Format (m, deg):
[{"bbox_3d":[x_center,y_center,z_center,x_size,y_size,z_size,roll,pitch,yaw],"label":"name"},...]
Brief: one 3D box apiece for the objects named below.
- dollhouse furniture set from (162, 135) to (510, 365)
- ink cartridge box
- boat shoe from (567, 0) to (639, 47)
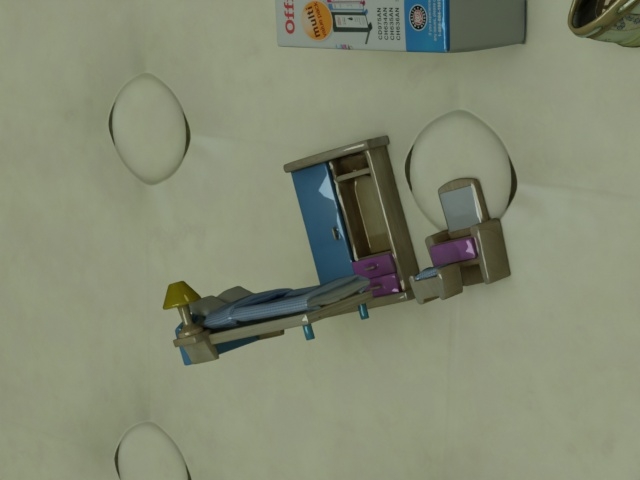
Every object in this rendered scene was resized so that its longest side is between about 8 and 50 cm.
[{"bbox_3d":[0.000,0.000,1.675,0.286,0.303,0.198,-14,92,39],"label":"dollhouse furniture set"},{"bbox_3d":[0.085,-0.298,1.627,0.233,0.168,0.171,8,106,38],"label":"ink cartridge box"},{"bbox_3d":[0.343,-0.316,1.461,0.104,0.089,0.285,48,127,38],"label":"boat shoe"}]
